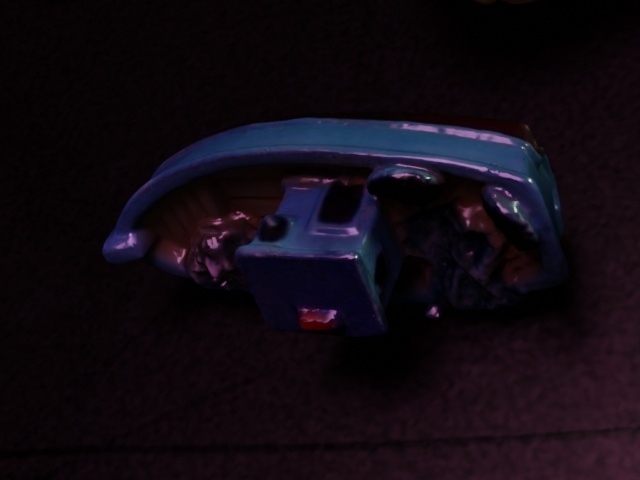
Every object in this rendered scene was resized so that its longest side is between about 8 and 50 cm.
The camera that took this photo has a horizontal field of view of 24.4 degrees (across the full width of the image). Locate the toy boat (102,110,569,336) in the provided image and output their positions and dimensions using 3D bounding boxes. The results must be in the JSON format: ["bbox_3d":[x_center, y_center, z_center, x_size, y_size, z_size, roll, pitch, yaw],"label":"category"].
[{"bbox_3d":[0.000,0.000,0.656,0.223,0.100,0.097,0,45,28],"label":"toy boat"}]

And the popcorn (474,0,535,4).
[{"bbox_3d":[0.097,-0.214,0.727,0.163,0.140,0.194,-52,32,28],"label":"popcorn"}]
